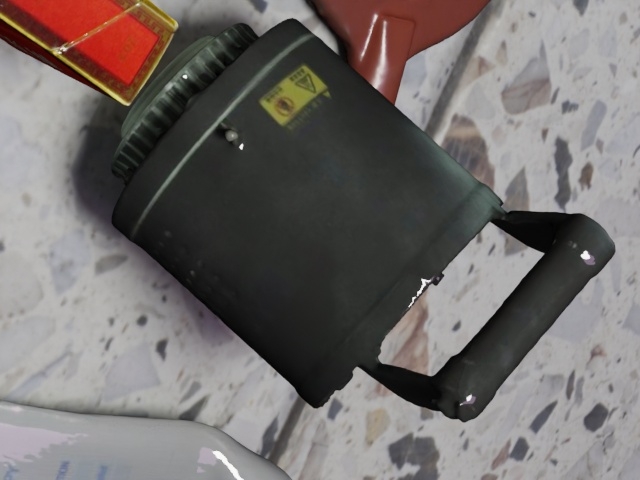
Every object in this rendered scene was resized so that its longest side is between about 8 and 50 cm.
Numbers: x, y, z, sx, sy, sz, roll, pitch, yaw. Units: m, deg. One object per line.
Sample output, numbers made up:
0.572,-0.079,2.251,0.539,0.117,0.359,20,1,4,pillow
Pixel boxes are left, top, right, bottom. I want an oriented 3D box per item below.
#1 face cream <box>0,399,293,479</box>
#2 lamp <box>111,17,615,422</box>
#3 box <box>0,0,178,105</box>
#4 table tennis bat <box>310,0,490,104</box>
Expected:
-0.183,0.237,1.230,0.420,0.137,0.235,12,104,-31,face cream
-0.014,-0.027,1.103,0.272,0.374,0.205,47,71,-16,lamp
-0.220,-0.183,0.947,0.240,0.153,0.074,34,82,-44,box
0.071,-0.248,1.241,0.268,0.051,0.415,4,106,-41,table tennis bat
